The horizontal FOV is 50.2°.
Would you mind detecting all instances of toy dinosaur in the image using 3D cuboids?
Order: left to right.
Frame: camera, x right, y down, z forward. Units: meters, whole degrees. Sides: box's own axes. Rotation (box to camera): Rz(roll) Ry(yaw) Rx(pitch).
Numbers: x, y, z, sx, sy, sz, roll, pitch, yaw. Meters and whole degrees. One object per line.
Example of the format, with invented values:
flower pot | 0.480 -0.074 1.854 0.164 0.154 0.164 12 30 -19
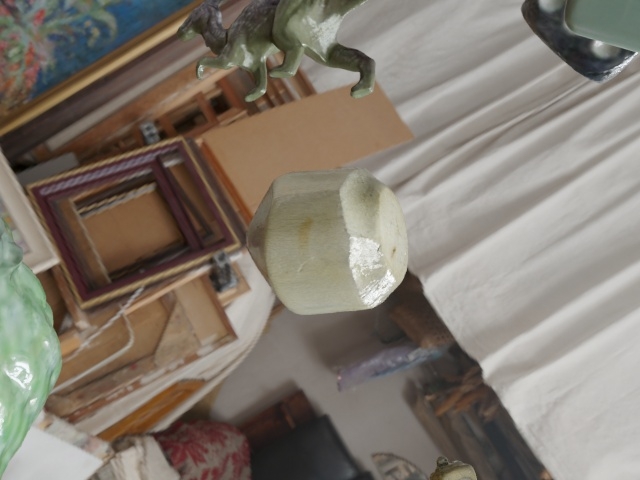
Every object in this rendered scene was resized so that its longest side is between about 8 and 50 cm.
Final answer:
toy dinosaur | -0.049 -0.254 0.836 0.077 0.294 0.162 64 28 -68

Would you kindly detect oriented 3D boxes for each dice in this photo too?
dice | 0.426 -0.359 1.023 0.182 0.181 0.183 42 35 5

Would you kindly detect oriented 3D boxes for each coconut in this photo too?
coconut | 0.000 0.000 1.110 0.237 0.266 0.237 22 65 -60

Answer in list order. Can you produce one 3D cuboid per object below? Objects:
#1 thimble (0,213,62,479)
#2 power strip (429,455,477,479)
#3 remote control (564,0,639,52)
thimble | -0.235 0.052 0.314 0.219 0.219 0.150 58 43 -41
power strip | 0.221 0.460 0.970 0.044 0.064 0.305 -32 -111 61
remote control | 0.300 -0.292 0.521 0.140 0.296 0.056 22 28 16
